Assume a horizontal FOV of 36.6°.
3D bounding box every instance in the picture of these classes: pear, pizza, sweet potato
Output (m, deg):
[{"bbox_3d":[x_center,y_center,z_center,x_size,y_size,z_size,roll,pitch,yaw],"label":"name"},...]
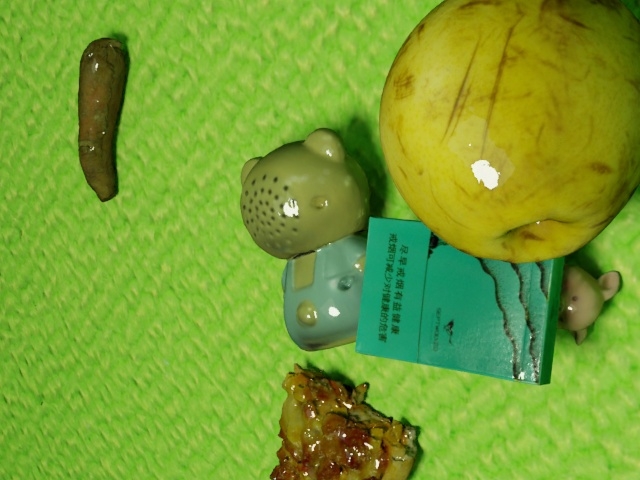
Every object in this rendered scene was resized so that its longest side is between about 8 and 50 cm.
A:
[{"bbox_3d":[0.190,-0.115,0.935,0.280,0.280,0.281,13,111,37],"label":"pear"},{"bbox_3d":[0.002,0.279,1.347,0.289,0.081,0.229,-26,85,44],"label":"pizza"},{"bbox_3d":[-0.347,-0.188,1.517,0.075,0.075,0.273,28,122,32],"label":"sweet potato"}]

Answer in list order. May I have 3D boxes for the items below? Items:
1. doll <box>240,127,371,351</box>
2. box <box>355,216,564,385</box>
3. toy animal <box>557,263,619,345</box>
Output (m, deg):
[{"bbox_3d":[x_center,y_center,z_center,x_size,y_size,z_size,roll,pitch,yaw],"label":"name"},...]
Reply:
[{"bbox_3d":[0.000,0.000,1.213,0.177,0.161,0.261,-17,94,44],"label":"doll"},{"bbox_3d":[0.149,0.062,1.064,0.226,0.042,0.161,6,90,34],"label":"box"},{"bbox_3d":[0.256,0.041,1.068,0.150,0.089,0.083,51,150,13],"label":"toy animal"}]
